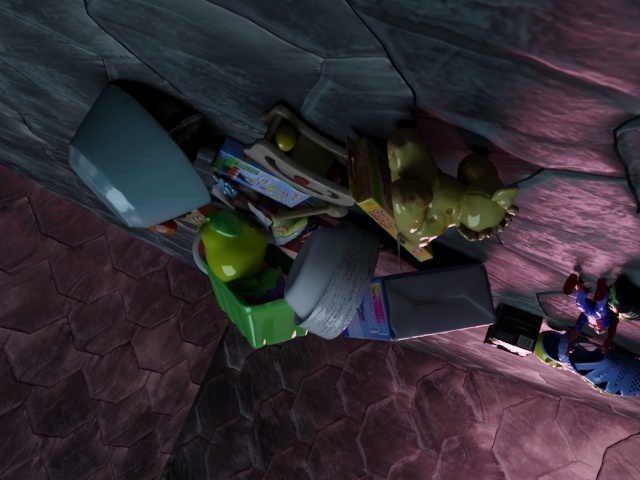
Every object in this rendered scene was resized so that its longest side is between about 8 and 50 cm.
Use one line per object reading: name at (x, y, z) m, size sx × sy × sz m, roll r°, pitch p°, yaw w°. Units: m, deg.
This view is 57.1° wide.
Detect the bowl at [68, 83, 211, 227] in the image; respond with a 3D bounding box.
bowl at (-0.389, -0.144, 1.204) m, size 0.311 × 0.163 × 0.311 m, roll 41°, pitch 163°, yaw 15°

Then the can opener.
can opener at (-0.302, -0.222, 1.239) m, size 0.095 × 0.076 × 0.283 m, roll 56°, pitch 163°, yaw -4°

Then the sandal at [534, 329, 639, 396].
sandal at (0.749, 0.330, 1.595) m, size 0.318 × 0.126 × 0.138 m, roll 18°, pitch 163°, yaw 11°

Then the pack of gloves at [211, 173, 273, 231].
pack of gloves at (-0.203, -0.108, 1.576) m, size 0.195 × 0.046 × 0.232 m, roll 40°, pitch 167°, yaw -3°

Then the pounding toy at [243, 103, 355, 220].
pounding toy at (-0.019, -0.100, 1.021) m, size 0.154 × 0.154 × 0.270 m, roll 14°, pitch 166°, yaw 48°

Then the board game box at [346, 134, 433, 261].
board game box at (0.120, -0.069, 0.992) m, size 0.039 × 0.124 × 0.259 m, roll -21°, pitch 146°, yaw 29°

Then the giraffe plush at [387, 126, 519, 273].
giraffe plush at (0.190, -0.064, 0.843) m, size 0.171 × 0.210 × 0.181 m, roll -6°, pitch -172°, yaw 8°

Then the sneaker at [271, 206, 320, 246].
sneaker at (-0.079, -0.046, 1.508) m, size 0.209 × 0.082 × 0.094 m, roll -21°, pitch 94°, yaw 58°

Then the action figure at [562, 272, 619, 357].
action figure at (0.570, 0.180, 1.249) m, size 0.092 × 0.139 × 0.280 m, roll 14°, pitch 167°, yaw 37°

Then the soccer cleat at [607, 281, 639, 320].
soccer cleat at (0.597, 0.118, 1.128) m, size 0.072 × 0.060 × 0.179 m, roll 1°, pitch 164°, yaw 35°

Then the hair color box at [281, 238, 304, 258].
hair color box at (-0.039, 0.038, 1.852) m, size 0.167 × 0.053 × 0.093 m, roll 23°, pitch 166°, yaw 1°

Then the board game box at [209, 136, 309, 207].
board game box at (-0.129, -0.144, 1.287) m, size 0.212 × 0.039 × 0.160 m, roll 25°, pitch 167°, yaw -15°

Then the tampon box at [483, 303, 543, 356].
tampon box at (0.545, 0.260, 1.671) m, size 0.121 × 0.101 × 0.161 m, roll 20°, pitch 167°, yaw 13°

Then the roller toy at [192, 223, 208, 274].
roller toy at (-0.308, 0.027, 1.899) m, size 0.210 × 0.191 × 0.146 m, roll 9°, pitch 179°, yaw -1°

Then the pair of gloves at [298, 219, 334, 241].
pair of gloves at (0.000, 0.000, 1.656) m, size 0.204 × 0.042 × 0.240 m, roll 9°, pitch 162°, yaw 45°

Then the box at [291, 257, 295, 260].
box at (-0.042, 0.091, 1.987) m, size 0.130 × 0.090 × 0.170 m, roll 20°, pitch 167°, yaw 10°

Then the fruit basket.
fruit basket at (-0.189, 0.071, 1.658) m, size 0.283 × 0.391 × 0.392 m, roll -11°, pitch -177°, yaw -27°

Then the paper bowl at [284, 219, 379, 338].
paper bowl at (0.013, 0.082, 1.422) m, size 0.148 × 0.284 × 0.284 m, roll 25°, pitch 167°, yaw -10°

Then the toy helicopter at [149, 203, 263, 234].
toy helicopter at (-0.334, -0.089, 1.744) m, size 0.355 × 0.140 × 0.235 m, roll 14°, pitch 160°, yaw -11°

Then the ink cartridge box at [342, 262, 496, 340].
ink cartridge box at (0.210, 0.159, 1.484) m, size 0.270 × 0.151 × 0.395 m, roll -6°, pitch 173°, yaw -17°
